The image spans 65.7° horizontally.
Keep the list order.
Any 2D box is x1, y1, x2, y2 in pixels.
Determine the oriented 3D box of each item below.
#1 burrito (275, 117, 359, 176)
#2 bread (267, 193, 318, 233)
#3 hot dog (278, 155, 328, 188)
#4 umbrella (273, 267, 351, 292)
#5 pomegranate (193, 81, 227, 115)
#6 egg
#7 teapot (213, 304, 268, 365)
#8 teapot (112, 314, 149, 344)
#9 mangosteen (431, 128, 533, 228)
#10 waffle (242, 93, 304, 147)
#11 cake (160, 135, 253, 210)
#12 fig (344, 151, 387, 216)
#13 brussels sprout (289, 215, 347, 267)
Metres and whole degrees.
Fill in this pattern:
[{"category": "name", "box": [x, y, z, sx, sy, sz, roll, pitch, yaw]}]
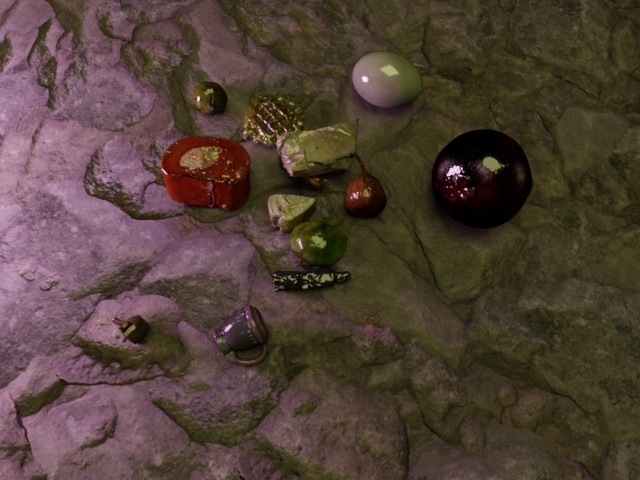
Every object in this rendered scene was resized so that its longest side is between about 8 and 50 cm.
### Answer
[{"category": "burrito", "box": [0.018, -0.292, 1.603, 0.347, 0.107, 0.175, -20, 79, -32]}, {"category": "bread", "box": [-0.088, -0.079, 1.534, 0.156, 0.103, 0.110, 3, 61, 4]}, {"category": "hot dog", "box": [-0.057, -0.231, 1.625, 0.188, 0.055, 0.072, 35, 47, 5]}, {"category": "umbrella", "box": [-0.024, 0.112, 1.486, 0.235, 0.059, 0.066, -6, 85, -7]}, {"category": "pomegranate", "box": [-0.379, -0.489, 1.683, 0.114, 0.114, 0.142, -24, 43, -15]}, {"category": "egg", "box": [0.232, -0.556, 1.720, 0.253, 0.186, 0.186, 20, 67, 4]}, {"category": "teapot", "box": [-0.222, 0.268, 1.389, 0.146, 0.148, 0.116, -25, 35, -3]}, {"category": "teapot", "box": [-0.537, 0.234, 1.376, 0.110, 0.085, 0.080, 31, 65, 29]}, {"category": "mangosteen", "box": [0.519, -0.197, 1.559, 0.347, 0.307, 0.307, -20, 68, -43]}, {"category": "waffle", "box": [-0.157, -0.414, 1.694, 0.204, 0.054, 0.223, 7, 66, -3]}, {"category": "cake", "box": [-0.348, -0.214, 1.545, 0.283, 0.151, 0.177, 6, 55, -3]}, {"category": "fig", "box": [0.137, -0.176, 1.575, 0.133, 0.146, 0.201, 4, 67, -21]}, {"category": "brussels sprout", "box": [0.001, 0.005, 1.480, 0.180, 0.161, 0.144, -24, 116, -25]}]
